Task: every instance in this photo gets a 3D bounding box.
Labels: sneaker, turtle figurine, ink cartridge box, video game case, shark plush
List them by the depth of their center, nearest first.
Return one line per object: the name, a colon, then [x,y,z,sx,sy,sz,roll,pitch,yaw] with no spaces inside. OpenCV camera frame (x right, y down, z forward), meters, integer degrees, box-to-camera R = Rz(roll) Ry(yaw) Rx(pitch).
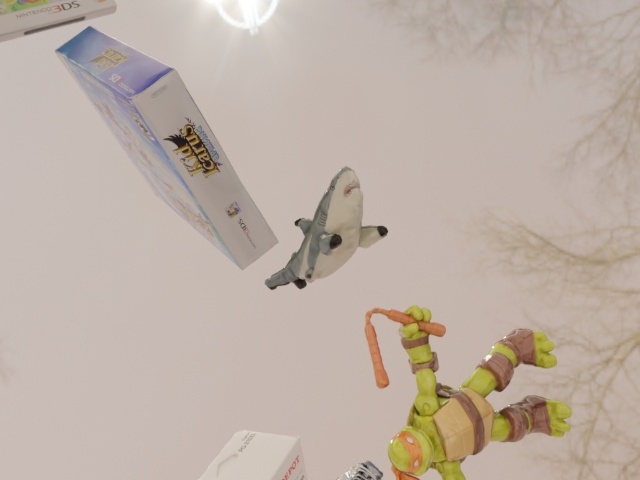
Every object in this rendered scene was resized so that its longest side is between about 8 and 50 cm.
turtle figurine: [0.134,0.174,0.745,0.217,0.269,0.087,-15,170,-38]
shark plush: [0.000,0.000,0.795,0.073,0.161,0.067,-18,-111,-33]
video game case: [-0.184,-0.113,0.969,0.061,0.244,0.269,-40,-143,-12]
sneaker: [0.046,0.296,1.009,0.058,0.052,0.135,-42,176,3]
ink cartridge box: [-0.084,0.405,1.120,0.100,0.237,0.172,-1,-159,23]
video game case: [-0.427,-0.397,1.187,0.193,0.212,0.023,-25,172,-30]
